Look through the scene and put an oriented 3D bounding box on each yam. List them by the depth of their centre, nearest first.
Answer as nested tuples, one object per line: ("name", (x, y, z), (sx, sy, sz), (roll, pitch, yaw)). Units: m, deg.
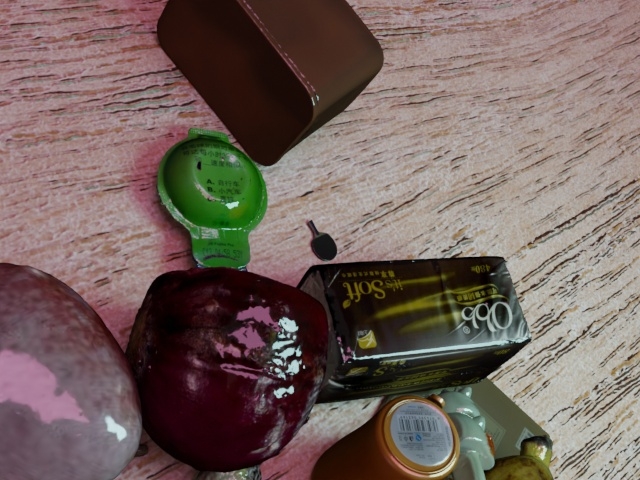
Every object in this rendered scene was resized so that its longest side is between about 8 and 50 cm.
("yam", (-0.311, 0.310, 1.180), (0.116, 0.021, 0.021), (5, 66, -24))

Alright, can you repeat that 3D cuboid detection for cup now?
("cup", (0.114, 0.340, 1.249), (0.182, 0.264, 0.226), (37, 49, 7))

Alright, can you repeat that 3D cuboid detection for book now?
("book", (0.266, 0.339, 1.462), (0.310, 0.021, 0.217), (43, 57, -4))

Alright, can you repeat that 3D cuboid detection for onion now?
("onion", (-0.134, 0.196, 1.139), (0.281, 0.336, 0.260), (16, 68, -27))

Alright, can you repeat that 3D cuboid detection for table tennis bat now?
("table tennis bat", (0.000, 0.000, 1.484), (0.050, 0.007, 0.083), (-28, 84, -33))

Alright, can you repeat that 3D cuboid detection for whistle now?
("whistle", (0.230, 0.332, 1.320), (0.105, 0.102, 0.253), (13, 27, -11))

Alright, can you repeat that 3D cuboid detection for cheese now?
("cheese", (-0.179, -0.053, 1.370), (0.203, 0.083, 0.321), (5, 64, -27))

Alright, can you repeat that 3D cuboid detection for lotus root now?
("lotus root", (0.297, 0.452, 1.320), (0.141, 0.169, 0.314), (40, 75, 9))

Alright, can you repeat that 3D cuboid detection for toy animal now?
("toy animal", (-0.124, 0.365, 1.215), (0.137, 0.098, 0.098), (-6, 70, -52))

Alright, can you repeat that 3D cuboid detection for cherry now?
("cherry", (-0.406, 0.207, 1.009), (0.326, 0.291, 0.335), (-36, 79, -17))

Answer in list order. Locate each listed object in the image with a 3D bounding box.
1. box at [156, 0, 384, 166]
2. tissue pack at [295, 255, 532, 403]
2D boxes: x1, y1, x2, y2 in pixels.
("box", (-0.085, -0.355, 1.461), (0.339, 0.239, 0.229), (51, 54, 1))
("tissue pack", (0.146, 0.144, 1.365), (0.369, 0.210, 0.198), (-3, 58, -23))
